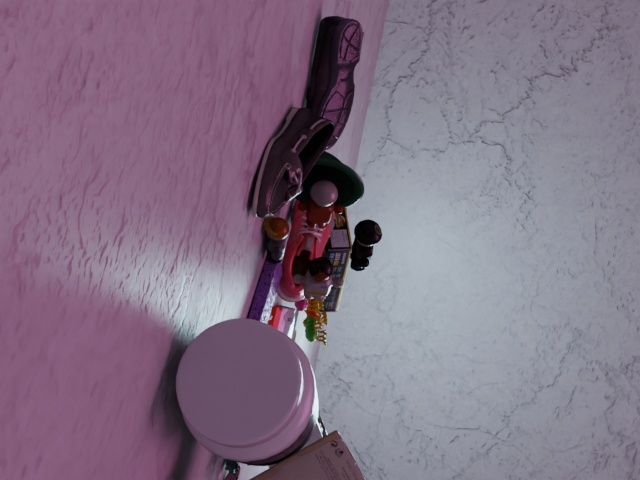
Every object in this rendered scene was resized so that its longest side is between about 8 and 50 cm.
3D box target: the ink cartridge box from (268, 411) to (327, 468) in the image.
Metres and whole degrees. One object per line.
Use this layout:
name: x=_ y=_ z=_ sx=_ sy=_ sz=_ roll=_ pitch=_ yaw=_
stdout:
ink cartridge box: x=-0.067 y=0.413 z=1.495 sx=0.309 sy=0.130 sz=0.271 roll=84 pitch=-16 yaw=-78

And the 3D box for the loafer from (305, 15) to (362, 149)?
loafer: x=0.019 y=-0.364 z=1.533 sx=0.109 sy=0.095 sz=0.302 roll=-11 pitch=123 yaw=-46

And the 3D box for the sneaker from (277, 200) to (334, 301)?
sneaker: x=-0.024 y=-0.001 z=1.626 sx=0.136 sy=0.116 sz=0.313 roll=143 pitch=-39 yaw=-78

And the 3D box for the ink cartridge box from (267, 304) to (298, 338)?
ink cartridge box: x=-0.113 y=0.273 z=1.801 sx=0.232 sy=0.066 sz=0.188 roll=84 pitch=19 yaw=-84

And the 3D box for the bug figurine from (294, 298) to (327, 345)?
bug figurine: x=-0.037 y=0.163 z=1.864 sx=0.216 sy=0.072 sz=0.278 roll=-95 pitch=173 yaw=-54

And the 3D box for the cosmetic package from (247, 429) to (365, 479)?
cosmetic package: x=-0.090 y=0.450 z=1.103 sx=0.113 sy=0.310 sz=0.160 roll=59 pitch=-26 yaw=19

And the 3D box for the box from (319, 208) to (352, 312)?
box: x=0.024 y=0.027 z=2.021 sx=0.321 sy=0.080 sz=0.257 roll=101 pitch=-16 yaw=-50

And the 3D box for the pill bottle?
pill bottle: x=-0.107 y=0.249 z=1.053 sx=0.361 sy=0.204 sz=0.204 roll=88 pitch=16 yaw=-70

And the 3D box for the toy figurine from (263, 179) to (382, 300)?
toy figurine: x=0.000 y=0.000 z=1.407 sx=0.210 sy=0.213 sz=0.148 roll=-34 pitch=160 yaw=-26

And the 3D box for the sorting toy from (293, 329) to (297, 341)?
sorting toy: x=-0.113 y=0.407 z=2.157 sx=0.208 sy=0.038 sz=0.192 roll=-51 pitch=153 yaw=-77

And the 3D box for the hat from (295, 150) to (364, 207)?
hat: x=0.012 y=-0.190 z=1.512 sx=0.173 sy=0.209 sz=0.183 roll=65 pitch=31 yaw=-48

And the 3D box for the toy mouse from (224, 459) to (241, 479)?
toy mouse: x=-0.210 y=0.546 z=1.550 sx=0.161 sy=0.031 sz=0.143 roll=95 pitch=10 yaw=-53

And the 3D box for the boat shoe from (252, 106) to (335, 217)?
boat shoe: x=-0.047 y=-0.159 z=1.292 sx=0.335 sy=0.096 sz=0.112 roll=-71 pitch=172 yaw=-48

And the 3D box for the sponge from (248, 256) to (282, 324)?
sponge: x=-0.127 y=0.139 z=1.482 sx=0.117 sy=0.031 sz=0.210 roll=93 pitch=10 yaw=-61
